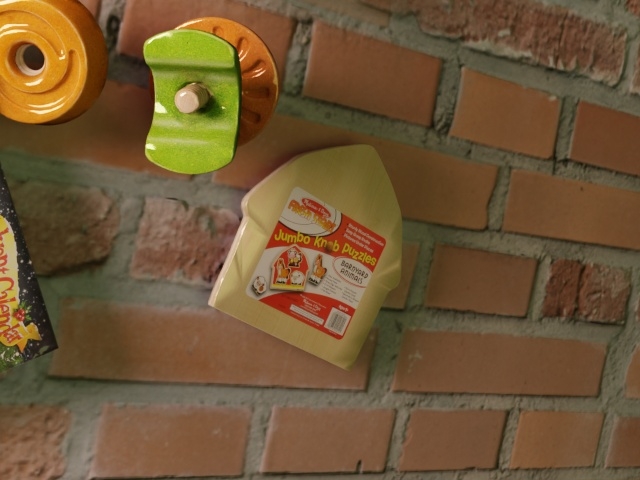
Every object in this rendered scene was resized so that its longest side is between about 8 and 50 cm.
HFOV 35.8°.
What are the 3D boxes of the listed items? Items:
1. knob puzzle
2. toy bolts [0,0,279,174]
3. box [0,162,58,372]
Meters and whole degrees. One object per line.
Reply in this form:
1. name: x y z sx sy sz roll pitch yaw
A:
1. knob puzzle: 0.000 0.000 0.905 0.213 0.030 0.213 -8 104 -33
2. toy bolts: -0.133 -0.186 0.741 0.218 0.158 0.228 8 109 4
3. box: -0.293 -0.001 0.687 0.159 0.044 0.233 -23 112 -29
